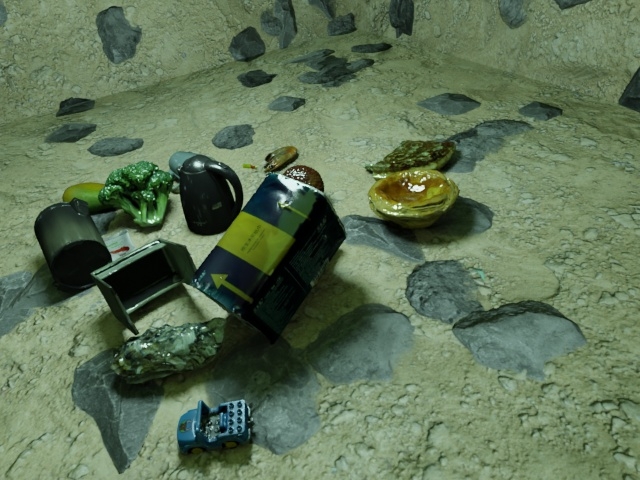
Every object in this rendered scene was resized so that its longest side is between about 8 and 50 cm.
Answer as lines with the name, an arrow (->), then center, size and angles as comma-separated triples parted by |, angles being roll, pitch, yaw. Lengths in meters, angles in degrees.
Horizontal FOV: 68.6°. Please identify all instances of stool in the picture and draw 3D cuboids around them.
stool -> -0.532, 0.130, 1.448 | 0.243, 0.171, 0.269 | -33, 23, -29

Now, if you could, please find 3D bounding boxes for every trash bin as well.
trash bin -> -0.887, 0.013, 1.682 | 0.252, 0.203, 0.301 | -55, 48, 5

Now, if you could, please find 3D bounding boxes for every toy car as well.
toy car -> -0.259, 0.442, 1.131 | 0.190, 0.100, 0.097 | -11, 42, 1

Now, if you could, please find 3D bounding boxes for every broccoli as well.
broccoli -> -0.727, -0.185, 1.892 | 0.307, 0.308, 0.275 | -12, 76, -7

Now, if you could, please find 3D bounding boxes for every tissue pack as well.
tissue pack -> -0.142, 0.054, 1.376 | 0.253, 0.264, 0.417 | 24, 73, 30

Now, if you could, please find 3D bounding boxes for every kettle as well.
kettle -> -0.600, -0.304, 2.122 | 0.243, 0.160, 0.211 | 24, 75, 42
kettle -> -0.417, -0.191, 1.809 | 0.268, 0.291, 0.207 | 8, 39, 16

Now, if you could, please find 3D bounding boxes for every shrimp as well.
shrimp -> -0.203, -0.389, 2.218 | 0.150, 0.068, 0.249 | -1, 31, 27

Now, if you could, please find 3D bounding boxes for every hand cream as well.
hand cream -> -0.743, 0.047, 1.746 | 0.121, 0.076, 0.336 | -25, 35, -23

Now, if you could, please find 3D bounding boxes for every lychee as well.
lychee -> -0.074, -0.211, 1.875 | 0.194, 0.195, 0.195 | -4, 38, 3

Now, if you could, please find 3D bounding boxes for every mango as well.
mango -> -0.984, -0.190, 2.030 | 0.250, 0.114, 0.156 | -8, 31, 0

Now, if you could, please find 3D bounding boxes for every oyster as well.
oyster -> -0.409, 0.295, 1.315 | 0.350, 0.158, 0.162 | -21, 62, 8

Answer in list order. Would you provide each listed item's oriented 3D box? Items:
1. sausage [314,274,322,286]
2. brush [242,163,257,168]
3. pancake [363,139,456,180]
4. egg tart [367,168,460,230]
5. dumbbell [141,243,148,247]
sausage -> -0.022, 0.056, 1.579 | 0.108, 0.109, 0.271 | 7, 43, 17
brush -> -0.330, -0.352, 2.218 | 0.083, 0.019, 0.021 | 12, 32, 24
pancake -> 0.399, -0.353, 2.096 | 0.426, 0.067, 0.304 | -35, 38, -30
egg tart -> 0.347, -0.145, 1.753 | 0.351, 0.150, 0.352 | -6, 32, 4
dumbbell -> -0.615, 0.055, 1.700 | 0.069, 0.070, 0.147 | -30, 43, -27
